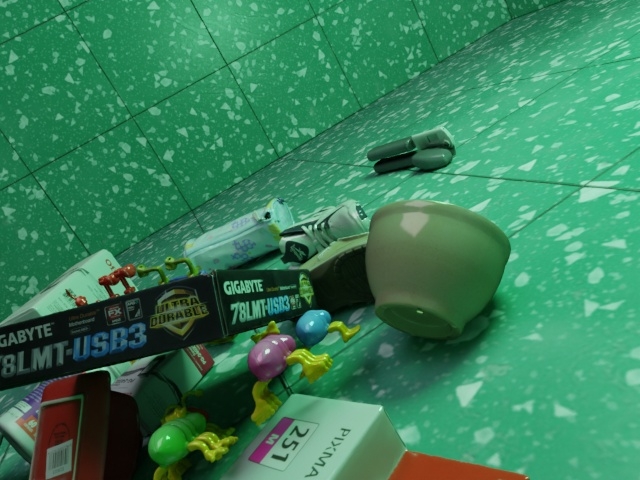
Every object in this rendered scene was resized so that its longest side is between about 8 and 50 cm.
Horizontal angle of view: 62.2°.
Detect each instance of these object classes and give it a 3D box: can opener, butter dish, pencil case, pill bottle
[{"bbox_3d":[0.207,-0.208,1.269,0.093,0.074,0.280,-39,19,-25],"label":"can opener"},{"bbox_3d":[-0.282,0.258,0.678,0.160,0.118,0.160,-19,62,32],"label":"butter dish"},{"bbox_3d":[-0.186,0.002,1.238,0.273,0.114,0.124,-24,-4,22],"label":"pencil case"},{"bbox_3d":[-0.400,0.260,0.857,0.108,0.108,0.193,-11,25,46],"label":"pill bottle"}]

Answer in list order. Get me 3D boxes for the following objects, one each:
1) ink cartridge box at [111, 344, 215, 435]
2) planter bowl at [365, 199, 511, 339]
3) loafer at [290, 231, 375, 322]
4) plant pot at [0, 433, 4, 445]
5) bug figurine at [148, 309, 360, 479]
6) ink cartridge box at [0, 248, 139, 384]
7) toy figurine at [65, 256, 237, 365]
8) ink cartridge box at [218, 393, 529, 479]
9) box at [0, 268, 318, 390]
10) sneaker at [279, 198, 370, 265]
[{"bbox_3d":[-0.255,0.219,0.815,0.109,0.063,0.150,-15,21,39],"label":"ink cartridge box"},{"bbox_3d":[0.119,0.044,0.592,0.162,0.162,0.109,-10,52,48],"label":"planter bowl"},{"bbox_3d":[0.044,0.038,0.782,0.268,0.102,0.092,-21,25,28],"label":"loafer"},{"bbox_3d":[-0.597,0.347,0.683,0.293,0.293,0.196,-18,59,32],"label":"plant pot"},{"bbox_3d":[-0.084,0.157,0.564,0.279,0.072,0.216,-38,-5,-1],"label":"bug figurine"},{"bbox_3d":[-0.502,0.170,1.127,0.114,0.198,0.273,-26,17,17],"label":"ink cartridge box"},{"bbox_3d":[-0.270,0.093,1.016,0.362,0.191,0.217,-17,16,31],"label":"toy figurine"},{"bbox_3d":[-0.015,0.237,0.385,0.238,0.060,0.275,-12,24,48],"label":"ink cartridge box"},{"bbox_3d":[-0.182,0.101,0.647,0.295,0.074,0.293,-16,-6,16],"label":"box"},{"bbox_3d":[0.000,0.000,0.981,0.153,0.094,0.235,-35,18,-14],"label":"sneaker"}]
